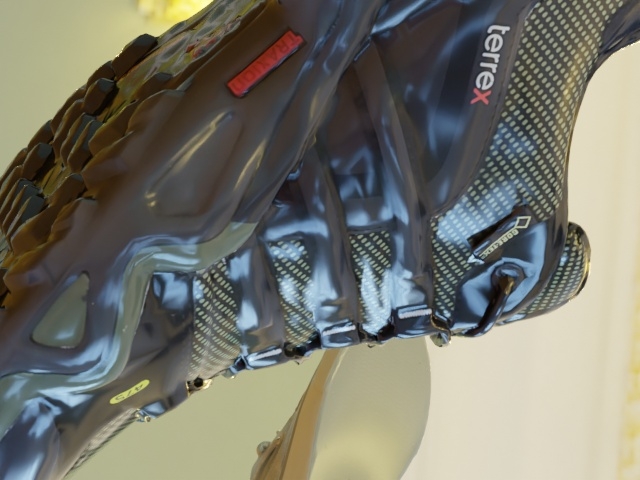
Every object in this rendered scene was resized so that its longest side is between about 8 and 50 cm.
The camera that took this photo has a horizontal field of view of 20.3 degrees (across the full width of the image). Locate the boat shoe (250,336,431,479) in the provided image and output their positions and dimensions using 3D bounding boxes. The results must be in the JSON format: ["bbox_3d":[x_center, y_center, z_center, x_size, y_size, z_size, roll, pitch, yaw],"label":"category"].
[{"bbox_3d":[-0.010,0.137,0.992,0.081,0.079,0.227,-7,-127,48],"label":"boat shoe"}]

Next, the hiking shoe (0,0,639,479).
[{"bbox_3d":[0.000,0.000,0.384,0.227,0.114,0.086,-48,-160,16],"label":"hiking shoe"}]
